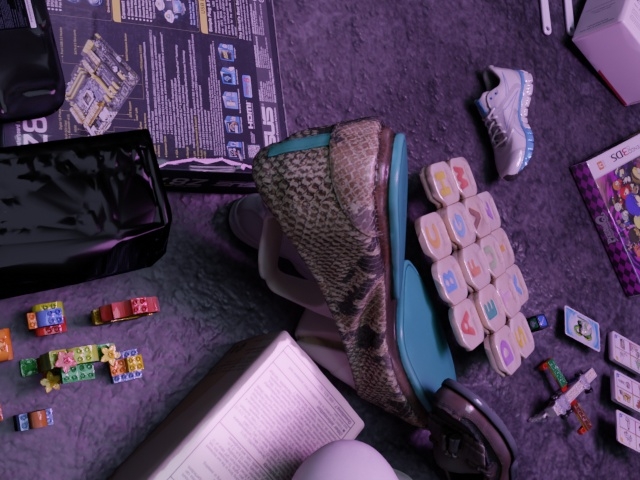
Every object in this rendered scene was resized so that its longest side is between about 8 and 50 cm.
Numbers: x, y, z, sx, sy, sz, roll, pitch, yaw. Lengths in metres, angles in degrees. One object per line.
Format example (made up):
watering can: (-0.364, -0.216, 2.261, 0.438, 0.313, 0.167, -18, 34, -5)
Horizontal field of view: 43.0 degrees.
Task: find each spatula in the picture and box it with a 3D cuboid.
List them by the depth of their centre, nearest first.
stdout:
spatula: (0.422, -0.451, 1.385, 0.168, 0.019, 0.242, 5, 75, -31)

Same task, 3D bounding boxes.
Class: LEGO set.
LEGO set: (0.388, 0.202, 1.198, 0.244, 0.060, 0.182, 27, 53, -25)

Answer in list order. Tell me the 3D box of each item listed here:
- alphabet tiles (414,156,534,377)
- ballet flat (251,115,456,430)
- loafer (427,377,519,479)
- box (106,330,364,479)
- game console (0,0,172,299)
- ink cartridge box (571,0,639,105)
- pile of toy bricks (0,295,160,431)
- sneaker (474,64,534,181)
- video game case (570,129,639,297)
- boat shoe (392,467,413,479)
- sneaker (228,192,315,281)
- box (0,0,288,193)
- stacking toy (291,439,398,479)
alphabet tiles: (0.210, 0.028, 1.064, 0.278, 0.021, 0.284, -18, 88, -59)
ballet flat: (0.036, 0.056, 0.896, 0.483, 0.182, 0.164, 69, 25, -48)
loafer: (0.175, 0.253, 0.950, 0.084, 0.096, 0.267, -47, 143, -13)
box: (-0.114, 0.250, 0.818, 0.311, 0.121, 0.148, -44, 103, -31)
game console: (-0.275, -0.133, 0.761, 0.213, 0.044, 0.361, -13, 86, -33)
ink cartridge box: (0.543, -0.379, 1.383, 0.172, 0.100, 0.237, 41, 60, -26)
pile of toy bricks: (-0.247, 0.115, 0.781, 0.212, 0.105, 0.118, -9, 82, -33)
sneaker: (0.262, -0.175, 1.196, 0.083, 0.071, 0.191, 15, 62, -21)
video game case: (0.530, -0.053, 1.337, 0.210, 0.042, 0.232, -25, 91, -32)
boat shoe: (0.060, 0.298, 0.963, 0.125, 0.038, 0.046, 9, 31, -35)
sneaker: (0.000, 0.000, 0.968, 0.212, 0.094, 0.080, 22, 66, -26)
box: (-0.205, -0.254, 0.907, 0.318, 0.097, 0.395, -1, 79, -33)
stacking toy: (0.022, 0.422, 0.712, 0.350, 0.350, 0.480, 14, 73, -28)
